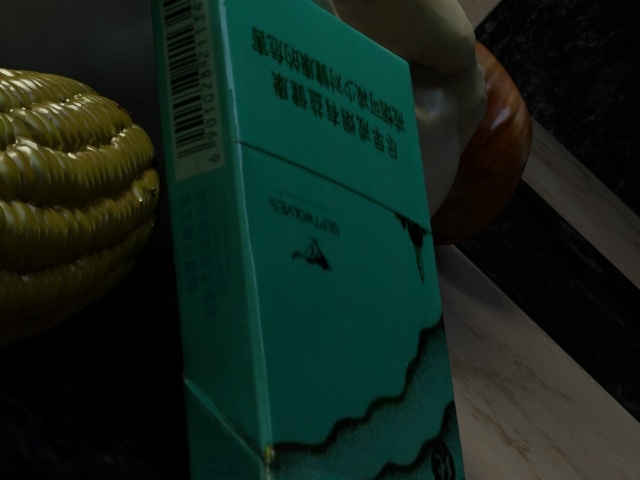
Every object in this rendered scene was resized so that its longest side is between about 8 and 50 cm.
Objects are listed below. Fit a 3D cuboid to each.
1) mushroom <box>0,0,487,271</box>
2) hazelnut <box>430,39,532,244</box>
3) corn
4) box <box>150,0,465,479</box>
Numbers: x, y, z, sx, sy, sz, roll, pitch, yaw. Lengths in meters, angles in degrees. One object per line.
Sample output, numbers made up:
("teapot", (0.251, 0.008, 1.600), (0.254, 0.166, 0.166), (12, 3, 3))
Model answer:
("mushroom", (-0.109, -0.137, 0.925), (0.313, 0.224, 0.397), (34, -5, 46))
("hazelnut", (0.082, -0.073, 1.397), (0.150, 0.150, 0.150), (40, 12, -10))
("corn", (-0.113, -0.012, 0.632), (0.102, 0.102, 0.313), (44, 12, 7))
("box", (-0.002, 0.013, 0.767), (0.161, 0.042, 0.226), (22, 57, -56))
